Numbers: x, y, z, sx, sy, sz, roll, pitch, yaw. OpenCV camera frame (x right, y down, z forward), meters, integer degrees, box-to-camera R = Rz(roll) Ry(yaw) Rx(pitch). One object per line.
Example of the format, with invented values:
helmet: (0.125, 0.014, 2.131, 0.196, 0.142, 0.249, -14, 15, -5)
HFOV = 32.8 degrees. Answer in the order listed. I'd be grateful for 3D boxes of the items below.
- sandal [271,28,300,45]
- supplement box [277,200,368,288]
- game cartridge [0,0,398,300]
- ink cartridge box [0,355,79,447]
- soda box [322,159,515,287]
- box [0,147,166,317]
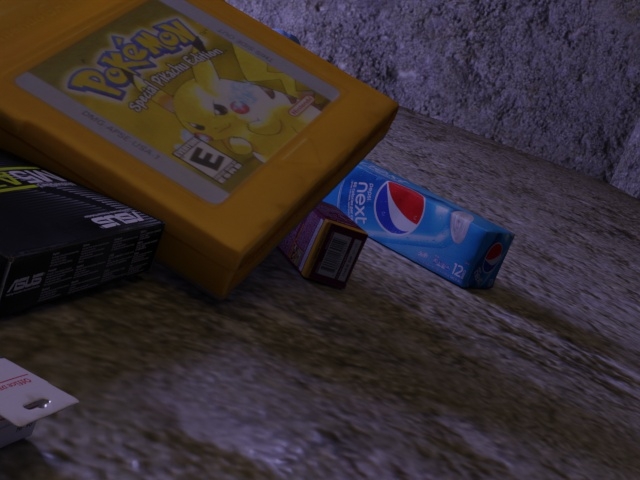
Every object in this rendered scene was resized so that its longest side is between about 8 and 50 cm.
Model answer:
sandal: (-0.120, -0.248, 1.562, 0.126, 0.138, 0.317, 34, -3, -42)
supplement box: (0.000, 0.000, 0.950, 0.043, 0.055, 0.083, 17, 13, -25)
game cartridge: (-0.132, -0.123, 0.878, 0.324, 0.052, 0.285, 33, 41, 8)
ink cartridge box: (-0.151, 0.066, 0.461, 0.083, 0.028, 0.048, 25, 13, 16)
soda box: (0.101, -0.022, 1.190, 0.210, 0.067, 0.071, 29, 14, 32)
box: (-0.219, -0.020, 0.681, 0.184, 0.045, 0.191, 22, 13, 15)
